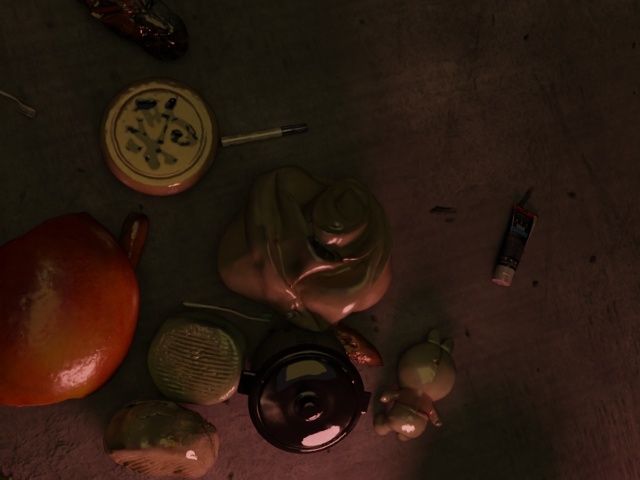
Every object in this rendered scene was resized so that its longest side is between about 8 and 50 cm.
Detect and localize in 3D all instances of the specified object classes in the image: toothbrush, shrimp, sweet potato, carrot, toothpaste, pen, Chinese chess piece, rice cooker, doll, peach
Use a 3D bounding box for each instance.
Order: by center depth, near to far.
[{"bbox_3d":[-0.518,0.130,1.567,0.306,0.242,0.381,-7,85,-8],"label":"peach"},{"bbox_3d":[-0.035,0.311,1.666,0.280,0.227,0.241,14,101,-11],"label":"rice cooker"},{"bbox_3d":[-0.738,-0.345,1.690,0.288,0.024,0.026,30,97,-8],"label":"toothbrush"},{"bbox_3d":[-0.431,-0.539,1.706,0.372,0.137,0.172,44,45,-13],"label":"shrimp"},{"bbox_3d":[-0.349,-0.225,1.712,0.257,0.104,0.257,0,88,-11],"label":"Chinese chess piece"},{"bbox_3d":[-0.425,0.054,1.714,0.059,0.059,0.248,17,89,-9],"label":"carrot"},{"bbox_3d":[-0.209,0.159,1.766,0.204,0.017,0.022,10,97,-10],"label":"toothbrush"},{"bbox_3d":[0.228,0.335,1.787,0.154,0.113,0.275,30,84,-5],"label":"doll"},{"bbox_3d":[0.060,0.227,1.791,0.205,0.060,0.068,36,44,3],"label":"sweet potato"},{"bbox_3d":[-0.129,-0.240,1.791,0.204,0.025,0.025,-12,90,-11],"label":"pen"},{"bbox_3d":[0.463,0.013,1.879,0.071,0.045,0.194,25,78,-16],"label":"toothpaste"}]

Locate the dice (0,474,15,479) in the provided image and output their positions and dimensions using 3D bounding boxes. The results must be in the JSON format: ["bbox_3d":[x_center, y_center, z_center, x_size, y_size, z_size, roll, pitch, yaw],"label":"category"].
[{"bbox_3d":[-0.731,0.595,1.540,0.249,0.252,0.255,1,89,-11],"label":"dice"}]

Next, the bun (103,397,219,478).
[{"bbox_3d":[-0.331,0.407,1.644,0.239,0.239,0.141,11,56,-9],"label":"bun"}]

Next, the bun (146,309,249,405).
[{"bbox_3d":[-0.264,0.248,1.703,0.221,0.108,0.221,0,95,2],"label":"bun"}]

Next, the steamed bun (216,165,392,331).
[{"bbox_3d":[0.000,0.000,1.653,0.367,0.255,0.343,31,58,-6],"label":"steamed bun"}]
